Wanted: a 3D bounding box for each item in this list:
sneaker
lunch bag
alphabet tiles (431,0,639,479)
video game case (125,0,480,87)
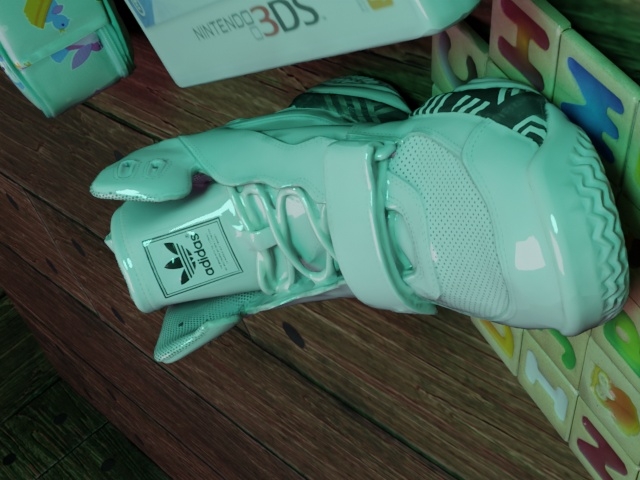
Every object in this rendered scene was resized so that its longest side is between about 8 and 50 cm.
[{"bbox_3d":[0.000,0.000,0.625,0.366,0.210,0.137,30,140,66],"label":"sneaker"},{"bbox_3d":[-0.263,-0.253,0.928,0.279,0.108,0.224,65,173,-24],"label":"lunch bag"},{"bbox_3d":[0.148,0.032,0.589,0.342,0.011,0.285,55,161,38],"label":"alphabet tiles"},{"bbox_3d":[-0.092,-0.227,0.523,0.329,0.036,0.300,59,158,-17],"label":"video game case"}]
